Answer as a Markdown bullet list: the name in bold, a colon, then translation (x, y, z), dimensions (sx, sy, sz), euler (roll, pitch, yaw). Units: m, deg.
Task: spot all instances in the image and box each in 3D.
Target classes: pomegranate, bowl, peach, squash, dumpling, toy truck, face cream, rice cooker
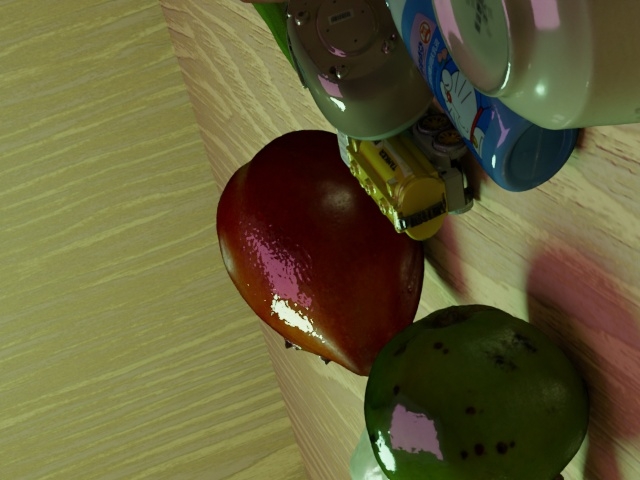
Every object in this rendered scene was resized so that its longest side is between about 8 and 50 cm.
- **pomegranate**: translation (0.176, 0.207, 1.213), dimensions (0.302, 0.236, 0.236), euler (61, 173, -21)
- **bowl**: translation (0.158, -0.179, 0.814), dimensions (0.238, 0.126, 0.238), euler (161, 90, -78)
- **peach**: translation (0.000, 0.000, 1.526), dimensions (0.201, 0.257, 0.362), euler (75, 172, -54)
- **squash**: translation (-0.045, -0.325, 1.641), dimensions (0.082, 0.082, 0.292), euler (84, 161, -51)
- **dumpling**: translation (0.118, 0.384, 2.003), dimensions (0.162, 0.132, 0.250), euler (60, -176, 4)
- **toy truck**: translation (0.088, -0.097, 1.313), dimensions (0.227, 0.114, 0.098), euler (-123, 17, -50)
- **face cream**: translation (0.133, -0.171, 1.047), dimensions (0.149, 0.083, 0.264), euler (89, 158, -52)
- **rice cooker**: translation (0.041, -0.207, 1.255), dimensions (0.206, 0.145, 0.127), euler (65, -175, 26)

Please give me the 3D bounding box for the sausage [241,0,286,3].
- **sausage**: translation (-0.091, -0.412, 1.540), dimensions (0.280, 0.152, 0.152), euler (-124, 17, -45)
